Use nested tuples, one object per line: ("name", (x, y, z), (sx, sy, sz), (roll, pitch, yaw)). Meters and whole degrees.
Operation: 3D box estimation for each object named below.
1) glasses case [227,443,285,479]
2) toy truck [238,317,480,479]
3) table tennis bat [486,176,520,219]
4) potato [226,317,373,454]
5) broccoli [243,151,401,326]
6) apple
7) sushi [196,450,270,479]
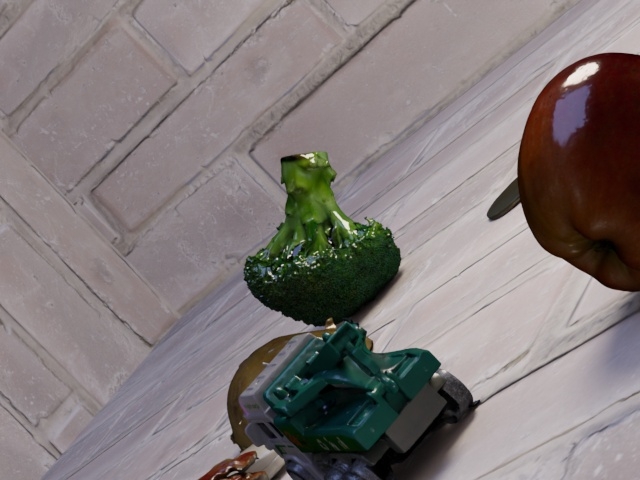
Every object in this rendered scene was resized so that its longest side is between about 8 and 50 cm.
("glasses case", (-0.115, 0.335, 2.060), (0.204, 0.051, 0.081), (-41, 7, 24))
("toy truck", (0.030, 0.184, 1.662), (0.176, 0.178, 0.363), (-46, 5, -19))
("table tennis bat", (0.346, -0.117, 2.298), (0.234, 0.022, 0.131), (-45, 6, 4))
("potato", (-0.049, 0.204, 2.262), (0.239, 0.116, 0.299), (-43, 7, -37))
("broccoli", (0.000, 0.000, 2.517), (0.297, 0.297, 0.297), (-7, 1, 0))
("apple", (0.299, -0.072, 1.449), (0.234, 0.234, 0.234), (-43, 7, 7))
("sushi", (-0.160, 0.388, 1.764), (0.332, 0.130, 0.124), (-41, 0, -27))
